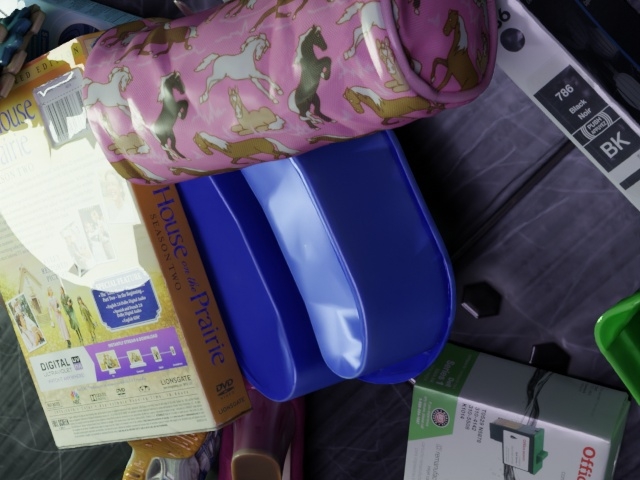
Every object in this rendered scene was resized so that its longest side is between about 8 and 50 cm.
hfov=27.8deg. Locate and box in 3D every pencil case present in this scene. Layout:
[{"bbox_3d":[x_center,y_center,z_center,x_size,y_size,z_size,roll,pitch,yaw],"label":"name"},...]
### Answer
[{"bbox_3d":[-0.033,-0.153,1.097,0.386,0.160,0.167,-9,92,42],"label":"pencil case"}]

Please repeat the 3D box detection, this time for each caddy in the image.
[{"bbox_3d":[0.000,0.000,1.334,0.241,0.179,0.341,-24,90,45],"label":"caddy"}]

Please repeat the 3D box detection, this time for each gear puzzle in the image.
[{"bbox_3d":[-0.424,-0.172,1.432,0.044,0.176,0.339,34,157,-32],"label":"gear puzzle"}]

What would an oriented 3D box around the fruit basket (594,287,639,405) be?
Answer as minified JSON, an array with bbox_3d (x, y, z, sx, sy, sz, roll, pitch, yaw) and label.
[{"bbox_3d":[0.436,0.173,1.117,0.283,0.392,0.392,-29,103,35],"label":"fruit basket"}]

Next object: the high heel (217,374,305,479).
[{"bbox_3d":[-0.069,0.272,1.614,0.127,0.181,0.377,9,143,-3],"label":"high heel"}]

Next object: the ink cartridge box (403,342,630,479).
[{"bbox_3d":[0.213,0.223,1.421,0.219,0.092,0.160,14,124,18],"label":"ink cartridge box"}]

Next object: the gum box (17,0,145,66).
[{"bbox_3d":[-0.249,-0.184,1.434,0.184,0.041,0.157,20,125,15],"label":"gum box"}]

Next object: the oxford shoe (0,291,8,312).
[{"bbox_3d":[-0.308,0.136,1.613,0.271,0.098,0.097,40,127,-2],"label":"oxford shoe"}]

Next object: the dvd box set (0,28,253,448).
[{"bbox_3d":[-0.255,0.014,1.408,0.307,0.062,0.421,-16,95,45],"label":"dvd box set"}]

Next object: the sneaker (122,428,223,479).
[{"bbox_3d":[-0.172,0.215,1.573,0.111,0.131,0.296,26,133,9],"label":"sneaker"}]

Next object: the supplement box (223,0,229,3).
[{"bbox_3d":[-0.035,-0.279,1.217,0.111,0.114,0.220,-6,121,28],"label":"supplement box"}]

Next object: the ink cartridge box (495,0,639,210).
[{"bbox_3d":[0.229,-0.168,1.137,0.332,0.165,0.065,43,129,-4],"label":"ink cartridge box"}]
